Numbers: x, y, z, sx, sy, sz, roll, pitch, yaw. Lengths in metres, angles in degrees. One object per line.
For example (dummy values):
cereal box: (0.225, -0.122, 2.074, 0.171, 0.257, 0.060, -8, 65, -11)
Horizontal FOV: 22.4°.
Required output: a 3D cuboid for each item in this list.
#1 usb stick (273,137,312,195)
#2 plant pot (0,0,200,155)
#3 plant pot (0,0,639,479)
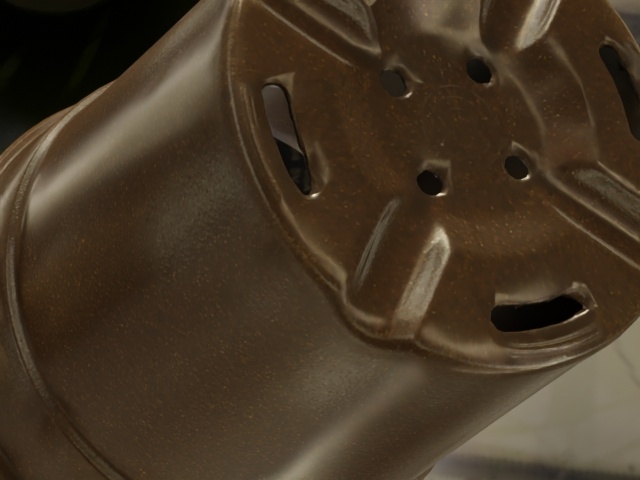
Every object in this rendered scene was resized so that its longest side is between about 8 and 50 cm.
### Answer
usb stick: (0.085, -0.029, 0.630, 0.045, 0.278, 0.077, 168, -74, -87)
plant pot: (-0.161, -0.173, 0.845, 0.274, 0.293, 0.275, 0, -76, 1)
plant pot: (0.000, 0.000, 0.441, 0.167, 0.167, 0.165, 57, -35, 4)
